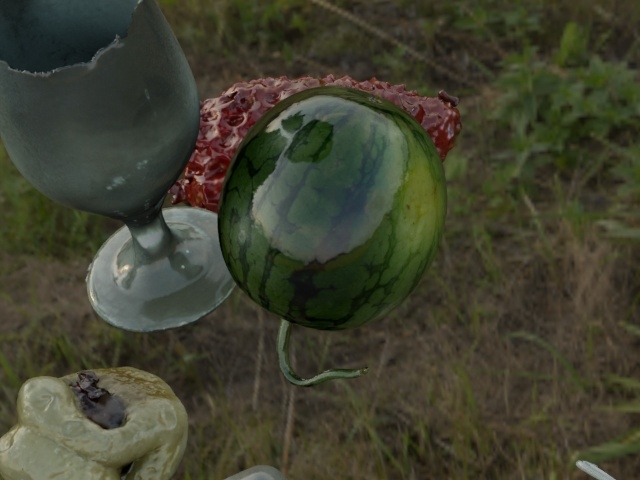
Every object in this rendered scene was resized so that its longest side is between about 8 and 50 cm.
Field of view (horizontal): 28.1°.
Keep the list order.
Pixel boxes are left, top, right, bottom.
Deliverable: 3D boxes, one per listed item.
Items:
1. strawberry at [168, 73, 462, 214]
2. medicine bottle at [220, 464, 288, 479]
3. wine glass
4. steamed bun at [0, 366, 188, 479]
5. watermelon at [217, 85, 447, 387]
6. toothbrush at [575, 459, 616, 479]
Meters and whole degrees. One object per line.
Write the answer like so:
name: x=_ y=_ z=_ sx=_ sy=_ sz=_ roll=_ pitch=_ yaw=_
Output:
strawberry: x=-0.006 y=-0.051 z=0.998 sx=0.228 sy=0.098 sz=0.174 roll=-3 pitch=82 yaw=16
medicine bottle: x=-0.011 y=0.451 z=1.540 sx=0.123 sy=0.375 sz=0.282 roll=-25 pitch=41 yaw=2
wine glass: x=-0.128 y=-0.055 z=0.807 sx=0.126 sy=0.241 sz=0.126 roll=-8 pitch=47 yaw=9
steamed bun: x=-0.234 y=0.195 z=1.231 sx=0.141 sy=0.155 sz=0.172 roll=29 pitch=90 yaw=49
watermelon: x=0.000 y=0.000 z=0.781 sx=0.141 sy=0.141 sz=0.187 roll=29 pitch=104 yaw=32
toothbrush: x=0.370 y=0.292 z=1.442 sx=0.204 sy=0.017 sz=0.022 roll=27 pitch=95 yaw=45
